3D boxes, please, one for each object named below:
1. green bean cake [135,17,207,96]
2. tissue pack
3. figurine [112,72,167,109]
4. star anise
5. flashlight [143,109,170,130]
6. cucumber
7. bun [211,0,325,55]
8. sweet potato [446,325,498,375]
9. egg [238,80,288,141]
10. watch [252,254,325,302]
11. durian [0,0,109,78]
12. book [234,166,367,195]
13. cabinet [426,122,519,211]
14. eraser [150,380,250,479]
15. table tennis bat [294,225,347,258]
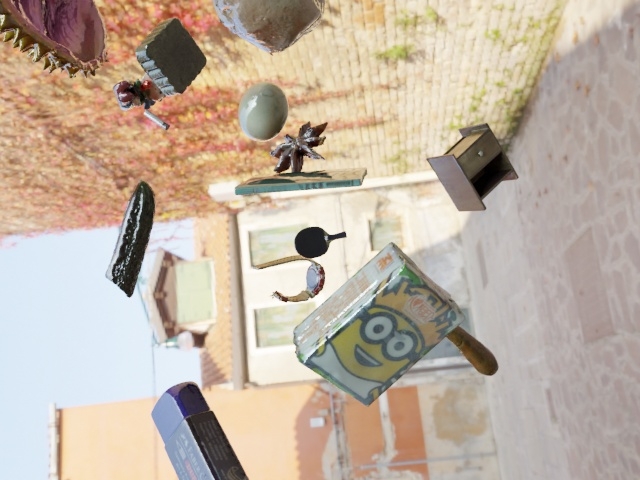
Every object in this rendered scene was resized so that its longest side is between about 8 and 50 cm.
[{"bbox_3d":[-0.461,-0.560,1.889,0.183,0.094,0.185,55,-135,-37],"label":"green bean cake"},{"bbox_3d":[0.124,0.185,1.338,0.228,0.311,0.128,39,-165,-29],"label":"tissue pack"},{"bbox_3d":[-0.621,-0.552,2.202,0.185,0.234,0.128,165,86,-76],"label":"figurine"},{"bbox_3d":[-0.071,-0.352,2.320,0.088,0.288,0.288,44,-149,-38],"label":"star anise"},{"bbox_3d":[-0.464,-0.342,1.746,0.018,0.083,0.018,-55,-12,2],"label":"flashlight"},{"bbox_3d":[-0.427,-0.005,1.407,0.077,0.077,0.266,10,-81,-83],"label":"cucumber"},{"bbox_3d":[-0.119,-0.526,1.327,0.205,0.281,0.282,-48,36,45],"label":"bun"},{"bbox_3d":[0.445,0.319,1.862,0.273,0.075,0.075,41,-159,-16],"label":"sweet potato"},{"bbox_3d":[-0.214,-0.479,2.302,0.253,0.186,0.187,114,158,-50],"label":"egg"},{"bbox_3d":[-0.108,0.136,2.115,0.102,0.268,0.165,29,122,53],"label":"watch"},{"bbox_3d":[-0.459,-0.355,0.997,0.341,0.112,0.192,-63,-35,-75],"label":"durian"},{"bbox_3d":[-0.050,-0.186,1.890,0.264,0.378,0.031,-59,-35,-72],"label":"book"},{"bbox_3d":[0.482,-0.229,1.944,0.215,0.174,0.148,55,160,-16],"label":"cabinet"},{"bbox_3d":[-0.299,0.518,1.523,0.101,0.155,0.332,-2,-134,-47],"label":"eraser"},{"bbox_3d":[0.000,0.000,1.799,0.014,0.157,0.095,86,170,-76],"label":"table tennis bat"}]
